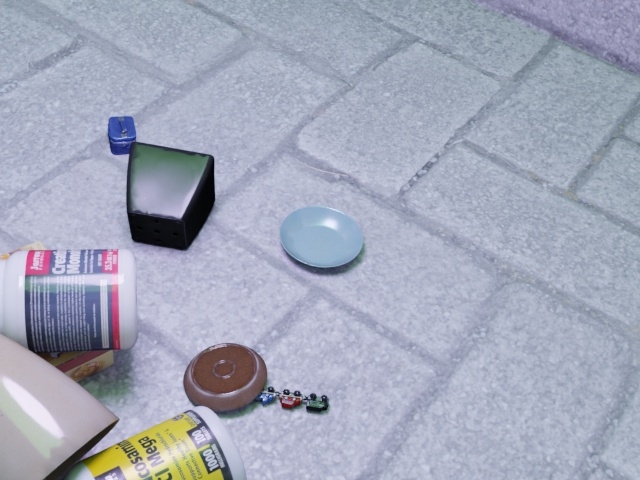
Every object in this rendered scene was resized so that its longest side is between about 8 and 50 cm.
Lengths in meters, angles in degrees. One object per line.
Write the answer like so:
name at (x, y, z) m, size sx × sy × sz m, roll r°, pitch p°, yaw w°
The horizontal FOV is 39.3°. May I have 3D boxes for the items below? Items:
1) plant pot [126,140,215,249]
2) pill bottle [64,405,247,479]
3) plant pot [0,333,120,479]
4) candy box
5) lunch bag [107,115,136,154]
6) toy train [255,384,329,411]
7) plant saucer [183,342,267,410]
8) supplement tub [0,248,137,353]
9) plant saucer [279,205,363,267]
plant pot at (-0.344, -0.087, 2.003) m, size 0.188 × 0.187 × 0.167 m, roll 9°, pitch 59°, yaw 0°
pill bottle at (-0.306, 0.427, 1.500) m, size 0.334 × 0.188 × 0.188 m, roll -23°, pitch 54°, yaw -27°
plant pot at (-0.525, 0.285, 1.496) m, size 0.274 × 0.256 × 0.256 m, roll 47°, pitch 53°, yaw 4°
candy box at (-0.570, 0.155, 1.786) m, size 0.183 × 0.088 × 0.316 m, roll -26°, pitch 56°, yaw -29°
lunch bag at (-0.490, -0.261, 2.213) m, size 0.067 × 0.065 × 0.098 m, roll -8°, pitch 48°, yaw -16°
toy train at (-0.062, 0.313, 1.762) m, size 0.158 × 0.027 × 0.036 m, roll 9°, pitch 56°, yaw 0°
plant saucer at (-0.190, 0.261, 1.769) m, size 0.168 × 0.029 × 0.168 m, roll -3°, pitch 43°, yaw 3°
supplement tub at (-0.476, 0.111, 1.650) m, size 0.272 × 0.191 × 0.191 m, roll -1°, pitch 47°, yaw -12°
plant saucer at (0.000, 0.000, 2.062) m, size 0.194 × 0.037 × 0.195 m, roll 4°, pitch 47°, yaw -5°
